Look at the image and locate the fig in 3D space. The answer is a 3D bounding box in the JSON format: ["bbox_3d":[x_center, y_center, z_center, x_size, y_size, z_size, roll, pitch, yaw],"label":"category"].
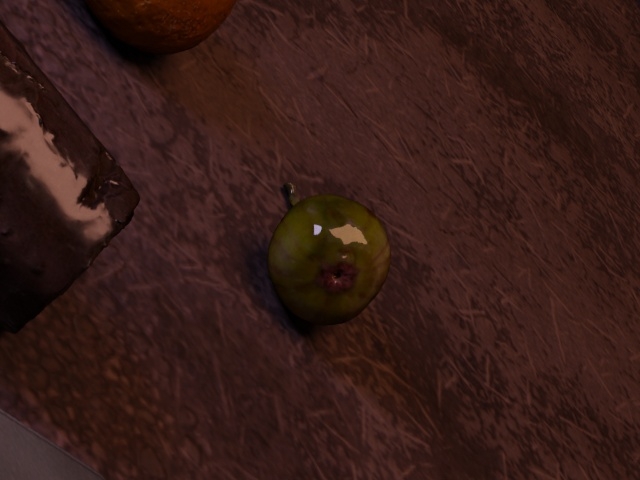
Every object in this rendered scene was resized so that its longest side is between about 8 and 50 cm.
[{"bbox_3d":[0.011,-0.007,1.381,0.093,0.093,0.166,46,25,-16],"label":"fig"}]

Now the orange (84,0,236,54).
[{"bbox_3d":[-0.115,-0.205,1.386,0.135,0.117,0.135,38,23,-20],"label":"orange"}]

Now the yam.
[{"bbox_3d":[-0.221,-0.088,1.046,0.280,0.131,0.131,49,25,-12],"label":"yam"}]

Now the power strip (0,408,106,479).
[{"bbox_3d":[-0.149,0.171,0.900,0.213,0.064,0.198,43,21,-53],"label":"power strip"}]
